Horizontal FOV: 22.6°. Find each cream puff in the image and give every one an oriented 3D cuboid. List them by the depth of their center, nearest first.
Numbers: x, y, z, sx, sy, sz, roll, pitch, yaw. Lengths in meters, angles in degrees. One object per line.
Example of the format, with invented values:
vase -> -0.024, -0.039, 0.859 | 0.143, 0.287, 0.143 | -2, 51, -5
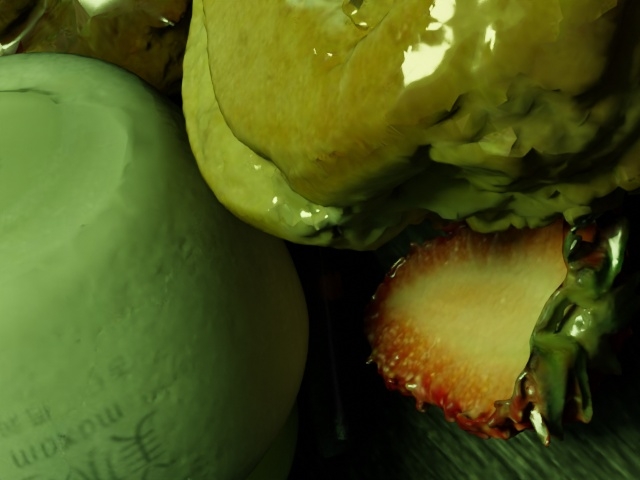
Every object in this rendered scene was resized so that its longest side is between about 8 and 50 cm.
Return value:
cream puff -> 0.087, -0.136, 0.867 | 0.343, 0.231, 0.327 | -58, 42, 24
cream puff -> -0.187, -0.185, 1.123 | 0.241, 0.155, 0.269 | -22, 110, 20

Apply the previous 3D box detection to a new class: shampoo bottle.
shampoo bottle -> -0.173, 0.055, 1.000 | 0.322, 0.322, 0.317 | 16, 141, 38

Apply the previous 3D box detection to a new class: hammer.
hammer -> 0.000, 0.000, 1.075 | 0.137, 0.037, 0.290 | -10, 88, 50

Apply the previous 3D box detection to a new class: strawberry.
strawberry -> 0.119, 0.039, 0.968 | 0.167, 0.087, 0.208 | -65, 26, 1
